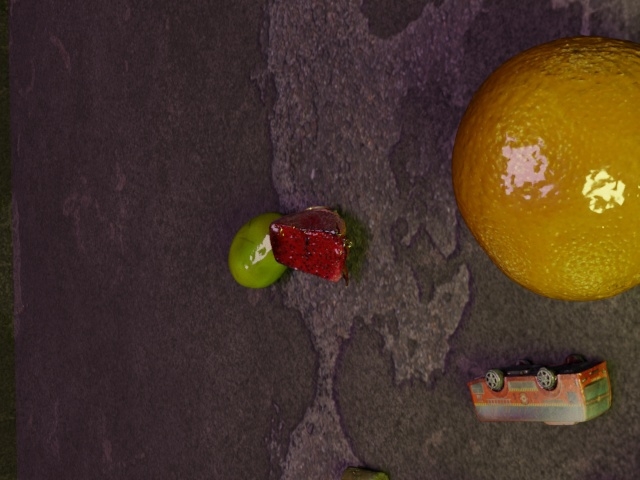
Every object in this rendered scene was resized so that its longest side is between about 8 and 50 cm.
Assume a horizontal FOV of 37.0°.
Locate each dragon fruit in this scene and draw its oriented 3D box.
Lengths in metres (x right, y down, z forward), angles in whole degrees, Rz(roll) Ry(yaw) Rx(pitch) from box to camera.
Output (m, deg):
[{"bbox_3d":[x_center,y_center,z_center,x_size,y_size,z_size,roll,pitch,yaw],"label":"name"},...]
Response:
[{"bbox_3d":[0.000,0.000,1.537,0.147,0.096,0.102,16,119,22],"label":"dragon fruit"}]

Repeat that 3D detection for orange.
[{"bbox_3d":[0.269,-0.073,0.993,0.274,0.274,0.274,4,95,55],"label":"orange"}]

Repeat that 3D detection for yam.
[{"bbox_3d":[0.066,0.376,1.490,0.094,0.043,0.043,-3,89,53],"label":"yam"}]

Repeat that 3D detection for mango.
[{"bbox_3d":[-0.099,0.013,1.676,0.163,0.089,0.117,-48,45,30],"label":"mango"}]

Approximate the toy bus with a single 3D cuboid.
[{"bbox_3d":[0.268,0.186,1.180,0.192,0.065,0.077,-15,91,54],"label":"toy bus"}]
